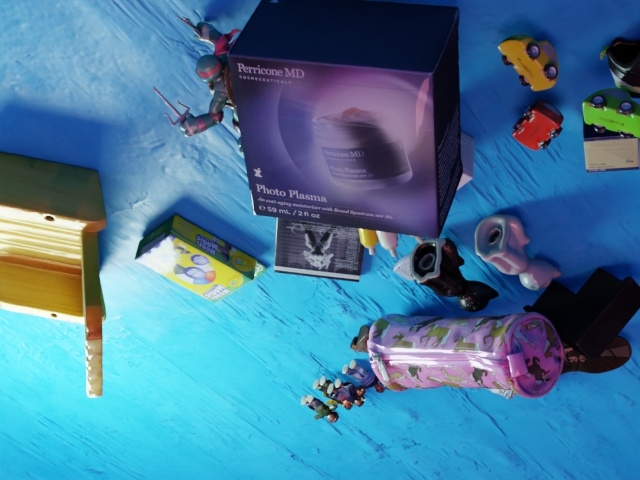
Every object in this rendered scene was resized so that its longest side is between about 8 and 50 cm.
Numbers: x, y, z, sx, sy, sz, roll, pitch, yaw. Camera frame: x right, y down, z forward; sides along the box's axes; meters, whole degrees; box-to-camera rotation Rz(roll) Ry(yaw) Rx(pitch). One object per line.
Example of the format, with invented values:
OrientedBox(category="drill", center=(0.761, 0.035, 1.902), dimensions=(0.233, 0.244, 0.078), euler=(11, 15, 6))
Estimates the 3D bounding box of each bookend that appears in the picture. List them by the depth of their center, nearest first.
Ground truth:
OrientedBox(category="bookend", center=(0.481, 0.115, 2.250), dimensions=(0.072, 0.156, 0.157), euler=(42, 177, -37))

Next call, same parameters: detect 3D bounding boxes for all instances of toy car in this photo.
OrientedBox(category="toy car", center=(0.380, -0.205, 1.815), dimensions=(0.225, 0.053, 0.239), euler=(20, 151, 29))

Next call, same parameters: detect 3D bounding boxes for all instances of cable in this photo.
OrientedBox(category="cable", center=(0.091, -0.080, 2.081), dimensions=(0.139, 0.072, 0.287), euler=(-16, 138, 21))

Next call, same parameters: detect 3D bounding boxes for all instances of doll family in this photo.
OrientedBox(category="doll family", center=(0.057, 0.326, 2.643), dimensions=(0.193, 0.076, 0.111), euler=(-29, 125, 36))

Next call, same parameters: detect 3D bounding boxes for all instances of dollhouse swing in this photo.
OrientedBox(category="dollhouse swing", center=(-0.516, 0.079, 2.229), dimensions=(0.315, 0.305, 0.347), euler=(11, 145, -3))

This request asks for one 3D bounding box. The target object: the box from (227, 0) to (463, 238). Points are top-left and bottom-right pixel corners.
OrientedBox(category="box", center=(0.043, -0.180, 1.788), dimensions=(0.296, 0.182, 0.294), euler=(7, 132, 16))

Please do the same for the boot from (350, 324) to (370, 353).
OrientedBox(category="boot", center=(0.127, 0.212, 2.501), dimensions=(0.114, 0.037, 0.106), euler=(18, 156, -8))

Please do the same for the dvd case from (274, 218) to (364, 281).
OrientedBox(category="dvd case", center=(0.000, 0.000, 2.255), dimensions=(0.165, 0.018, 0.221), euler=(6, 143, 1))

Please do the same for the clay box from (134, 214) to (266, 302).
OrientedBox(category="clay box", center=(-0.223, 0.044, 2.332), dimensions=(0.222, 0.053, 0.127), euler=(31, 139, -26))

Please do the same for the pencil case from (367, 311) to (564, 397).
OrientedBox(category="pencil case", center=(0.261, 0.208, 2.280), dimensions=(0.386, 0.167, 0.160), euler=(-5, 133, 48))

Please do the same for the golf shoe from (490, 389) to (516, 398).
OrientedBox(category="golf shoe", center=(0.367, 0.263, 2.501), dimensions=(0.086, 0.069, 0.176), euler=(13, 143, 3))

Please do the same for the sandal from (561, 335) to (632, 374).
OrientedBox(category="sandal", center=(0.494, 0.221, 2.412), dimensions=(0.219, 0.060, 0.090), euler=(-15, 123, 11))

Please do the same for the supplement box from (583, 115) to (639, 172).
OrientedBox(category="supplement box", center=(0.452, -0.154, 1.918), dimensions=(0.083, 0.056, 0.083), euler=(-3, 142, 15))

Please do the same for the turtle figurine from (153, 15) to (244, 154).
OrientedBox(category="turtle figurine", center=(-0.148, -0.227, 1.842), dimensions=(0.118, 0.175, 0.234), euler=(11, 164, 30))

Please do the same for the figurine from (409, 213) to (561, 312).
OrientedBox(category="figurine", center=(0.303, 0.053, 2.215), dimensions=(0.215, 0.092, 0.209), euler=(-21, 143, 28))

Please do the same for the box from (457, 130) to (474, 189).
OrientedBox(category="box", center=(0.179, -0.129, 1.982), dimensions=(0.102, 0.087, 0.101), euler=(27, 139, -23))

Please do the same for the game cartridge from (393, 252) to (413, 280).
OrientedBox(category="game cartridge", center=(0.177, 0.045, 2.282), dimensions=(0.056, 0.017, 0.083), euler=(29, 139, -31))

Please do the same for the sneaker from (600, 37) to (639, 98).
OrientedBox(category="sneaker", center=(0.488, -0.252, 1.716), dimensions=(0.235, 0.084, 0.097), euler=(-1, 136, 50))
